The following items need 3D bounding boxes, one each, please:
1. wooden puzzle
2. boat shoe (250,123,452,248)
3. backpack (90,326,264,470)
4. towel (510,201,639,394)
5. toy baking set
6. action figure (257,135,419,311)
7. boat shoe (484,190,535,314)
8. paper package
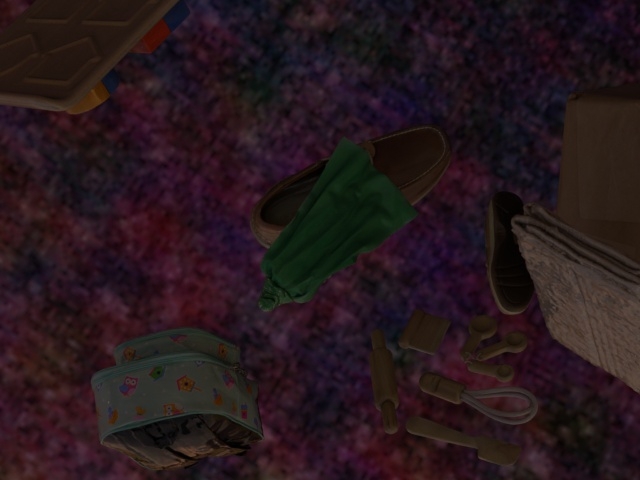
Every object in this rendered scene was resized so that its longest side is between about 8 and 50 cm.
[{"bbox_3d":[-0.344,-0.280,2.018,0.322,0.348,0.080,11,138,45],"label":"wooden puzzle"},{"bbox_3d":[0.047,-0.079,2.078,0.123,0.324,0.116,61,179,10],"label":"boat shoe"},{"bbox_3d":[-0.164,0.176,1.575,0.166,0.144,0.188,-13,165,15],"label":"backpack"},{"bbox_3d":[0.316,0.074,1.593,0.187,0.049,0.282,34,163,34],"label":"towel"},{"bbox_3d":[0.156,0.167,1.701,0.197,0.256,0.030,-8,132,7],"label":"toy baking set"},{"bbox_3d":[0.000,0.000,1.742,0.137,0.232,0.063,44,158,-5],"label":"action figure"},{"bbox_3d":[0.258,0.027,1.975,0.068,0.190,0.072,13,146,-13],"label":"boat shoe"},{"bbox_3d":[0.464,-0.049,1.931,0.168,0.309,0.325,14,109,38],"label":"paper package"}]
